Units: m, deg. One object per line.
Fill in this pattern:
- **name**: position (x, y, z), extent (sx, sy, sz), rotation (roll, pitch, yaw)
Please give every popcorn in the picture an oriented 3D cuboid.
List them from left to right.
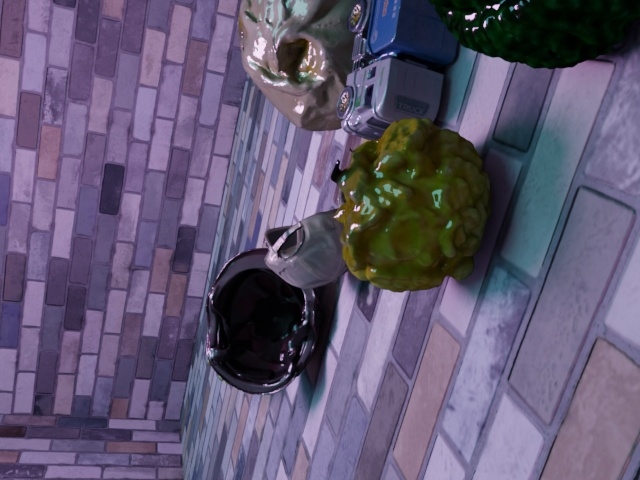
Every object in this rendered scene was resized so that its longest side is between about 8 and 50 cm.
- **popcorn**: position (0.113, -0.047, 0.834), extent (0.249, 0.225, 0.249), rotation (-176, 90, -76)

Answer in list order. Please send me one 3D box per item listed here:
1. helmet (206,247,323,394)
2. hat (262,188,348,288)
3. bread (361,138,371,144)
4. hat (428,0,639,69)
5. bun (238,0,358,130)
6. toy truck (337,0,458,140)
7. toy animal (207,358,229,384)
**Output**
- **helmet**: position (-0.118, 0.183, 1.423), extent (0.197, 0.271, 0.338), rotation (-3, -80, -76)
- **hat**: position (-0.001, -0.006, 1.273), extent (0.232, 0.161, 0.275), rotation (-30, 18, 19)
- **bread**: position (0.118, -0.219, 1.203), extent (0.153, 0.028, 0.068), rotation (139, 134, -66)
- **hat**: position (0.165, -0.323, 0.622), extent (0.274, 0.332, 0.242), rotation (-117, 37, -57)
- **bun**: position (-0.028, -0.381, 1.223), extent (0.219, 0.365, 0.365), rotation (-40, -13, -40)
- **toy truck**: position (0.138, -0.355, 1.018), extent (0.175, 0.146, 0.367), rotation (-174, 92, -68)
- **toy animal**: position (-0.216, 0.294, 1.738), extent (0.247, 0.183, 0.310), rotation (116, 155, -43)
